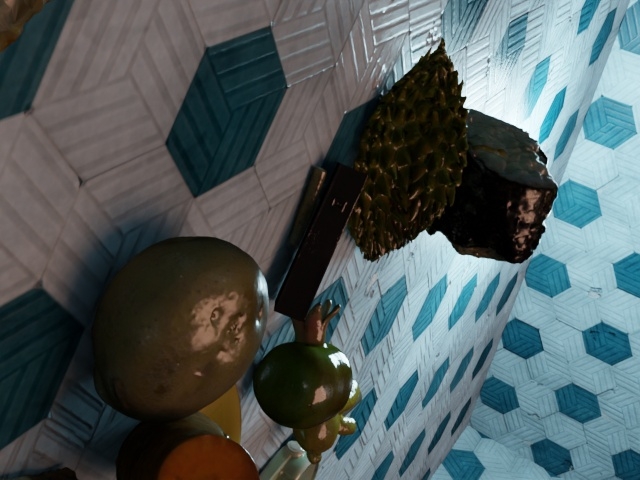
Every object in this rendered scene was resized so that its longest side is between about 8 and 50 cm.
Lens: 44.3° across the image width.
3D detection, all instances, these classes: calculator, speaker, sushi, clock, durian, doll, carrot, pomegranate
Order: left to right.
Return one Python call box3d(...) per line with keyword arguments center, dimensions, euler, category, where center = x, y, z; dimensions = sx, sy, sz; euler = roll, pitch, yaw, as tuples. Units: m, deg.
box3d(center=(-0.149, 0.244, 0.833), dimensions=(0.139, 0.138, 0.302), euler=(-55, -175, -20), category="carrot")
box3d(center=(-0.162, 0.289, 1.096), dimensions=(0.157, 0.033, 0.237), euler=(-42, 148, -41), category="calculator")
box3d(center=(-0.059, 0.444, 1.456), dimensions=(0.191, 0.062, 0.151), euler=(-46, 153, -37), category="clock")
box3d(center=(-0.024, 0.183, 1.181), dimensions=(0.152, 0.131, 0.191), euler=(-1, 94, -59), category="pomegranate")
box3d(center=(0.000, 0.000, 1.081), dimensions=(0.082, 0.044, 0.218), euler=(-106, -140, -84), category="speaker")
box3d(center=(0.005, 0.299, 1.413), dimensions=(0.209, 0.097, 0.137), euler=(-36, 108, -61), category="doll")
box3d(center=(0.114, -0.112, 1.219), dimensions=(0.198, 0.163, 0.394), euler=(-97, -166, -47), category="durian")
box3d(center=(0.268, -0.095, 1.306), dimensions=(0.350, 0.210, 0.171), euler=(-96, -157, -59), category="sushi")

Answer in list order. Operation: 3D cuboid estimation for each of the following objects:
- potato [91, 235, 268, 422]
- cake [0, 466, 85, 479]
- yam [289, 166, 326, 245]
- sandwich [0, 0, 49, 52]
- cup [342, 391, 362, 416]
box3d(center=(-0.140, 0.090, 0.773), dimensions=(0.177, 0.160, 0.235), euler=(-2, 138, -40), category="potato")
box3d(center=(-0.264, 0.367, 0.664), dimensions=(0.282, 0.255, 0.290), euler=(-61, 163, -7), category="cake")
box3d(center=(-0.018, -0.045, 1.057), dimensions=(0.021, 0.021, 0.116), euler=(-19, 133, -60), category="yam")
box3d(center=(-0.191, -0.244, 0.310), dimensions=(0.262, 0.131, 0.325), euler=(-54, 155, -18), category="sandwich")
box3d(center=(0.031, 0.321, 1.551), dimensions=(0.083, 0.075, 0.054), euler=(-37, 110, -42), category="cup")
